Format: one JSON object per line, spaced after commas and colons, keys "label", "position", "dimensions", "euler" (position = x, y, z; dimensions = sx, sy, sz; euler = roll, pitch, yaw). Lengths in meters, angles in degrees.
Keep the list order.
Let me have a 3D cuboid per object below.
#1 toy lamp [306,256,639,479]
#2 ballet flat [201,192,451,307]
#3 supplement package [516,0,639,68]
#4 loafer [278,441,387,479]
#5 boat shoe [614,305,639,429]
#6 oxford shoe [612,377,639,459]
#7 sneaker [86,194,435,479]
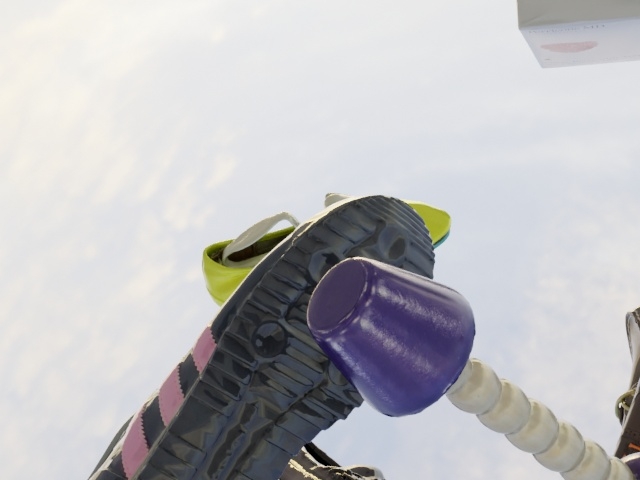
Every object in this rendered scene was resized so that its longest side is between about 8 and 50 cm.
{"label": "toy lamp", "position": [0.104, 0.097, 0.716], "dimensions": [0.080, 0.275, 0.080], "euler": [-37, -147, 29]}
{"label": "ballet flat", "position": [0.000, 0.000, 1.148], "dimensions": [0.231, 0.077, 0.077], "euler": [-18, -148, 10]}
{"label": "supplement package", "position": [0.335, -0.322, 1.567], "dimensions": [0.178, 0.293, 0.175], "euler": [-3, -92, 15]}
{"label": "loafer", "position": [0.024, 0.279, 1.460], "dimensions": [0.302, 0.109, 0.095], "euler": [6, -120, 55]}
{"label": "boat shoe", "position": [0.431, 0.235, 1.636], "dimensions": [0.097, 0.116, 0.324], "euler": [-10, -105, 1]}
{"label": "oxford shoe", "position": [0.332, 0.230, 1.280], "dimensions": [0.098, 0.271, 0.097], "euler": [-17, -154, -42]}
{"label": "sneaker", "position": [-0.059, 0.096, 0.794], "dimensions": [0.319, 0.112, 0.131], "euler": [-50, -158, -13]}
